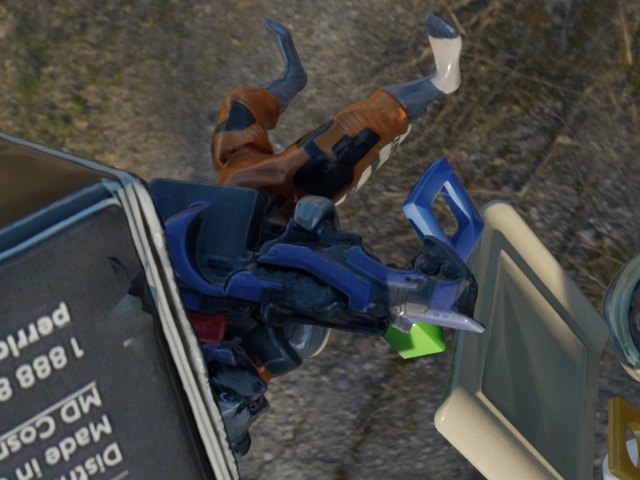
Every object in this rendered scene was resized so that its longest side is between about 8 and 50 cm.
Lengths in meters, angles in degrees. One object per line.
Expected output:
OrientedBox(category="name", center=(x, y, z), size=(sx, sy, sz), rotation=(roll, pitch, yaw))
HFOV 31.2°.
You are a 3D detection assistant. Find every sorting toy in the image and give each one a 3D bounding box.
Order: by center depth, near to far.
OrientedBox(category="sorting toy", center=(0.145, 0.098, 0.837), size=(0.047, 0.347, 0.196), rotation=(-18, 39, 38))

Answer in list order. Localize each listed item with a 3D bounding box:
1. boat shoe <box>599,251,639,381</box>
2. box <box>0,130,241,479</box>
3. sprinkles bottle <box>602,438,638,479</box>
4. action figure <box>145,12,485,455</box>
OrientedBox(category="boat shoe", center=(0.396, -0.009, 1.026), size=(0.355, 0.132, 0.130), rotation=(-51, 19, -23))
OrientedBox(category="box", center=(-0.244, 0.197, 0.548), size=(0.480, 0.297, 0.472), rotation=(18, 131, 51))
OrientedBox(category="sprinkles bottle", center=(0.410, 0.411, 1.339), size=(0.121, 0.121, 0.355), rotation=(-4, 107, 25))
OrientedBox(category="action figure", center=(0.000, 0.000, 0.807), size=(0.341, 0.178, 0.330), rotation=(17, 71, 35))
